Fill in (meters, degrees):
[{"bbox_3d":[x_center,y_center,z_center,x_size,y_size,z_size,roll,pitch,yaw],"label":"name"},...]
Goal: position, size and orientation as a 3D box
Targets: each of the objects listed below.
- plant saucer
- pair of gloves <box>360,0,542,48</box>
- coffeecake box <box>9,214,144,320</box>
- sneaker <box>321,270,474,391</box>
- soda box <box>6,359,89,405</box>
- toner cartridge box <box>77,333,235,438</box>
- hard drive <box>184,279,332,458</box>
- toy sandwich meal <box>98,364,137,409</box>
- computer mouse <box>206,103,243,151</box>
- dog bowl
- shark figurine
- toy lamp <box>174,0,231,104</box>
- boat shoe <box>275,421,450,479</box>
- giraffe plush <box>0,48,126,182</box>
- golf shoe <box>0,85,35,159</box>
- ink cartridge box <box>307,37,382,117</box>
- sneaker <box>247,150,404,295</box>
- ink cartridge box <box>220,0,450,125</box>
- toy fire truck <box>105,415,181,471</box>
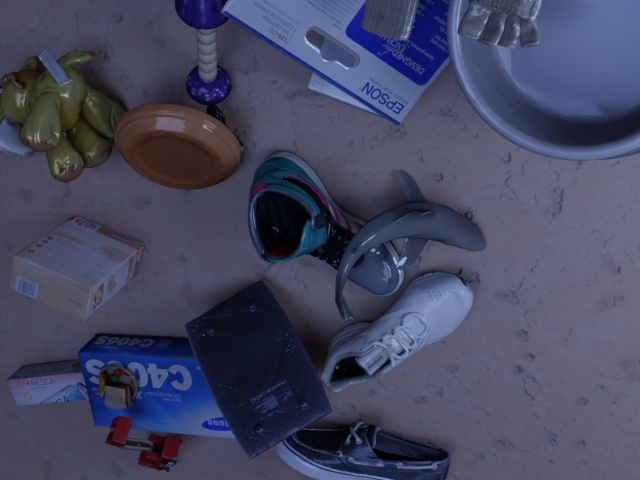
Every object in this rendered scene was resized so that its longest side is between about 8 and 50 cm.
[{"bbox_3d":[-0.224,-0.136,1.329,0.200,0.037,0.200,5,149,3],"label":"plant saucer"},{"bbox_3d":[0.155,-0.325,0.967,0.240,0.042,0.204,15,105,37],"label":"pair of gloves"},{"bbox_3d":[-0.407,0.042,1.444,0.142,0.185,0.068,21,118,8],"label":"coffeecake box"},{"bbox_3d":[0.122,0.159,1.362,0.297,0.129,0.111,-39,95,27],"label":"sneaker"},{"bbox_3d":[-0.512,0.274,1.655,0.183,0.058,0.062,-9,110,22],"label":"soda box"},{"bbox_3d":[-0.259,0.265,1.561,0.348,0.075,0.165,0,114,17],"label":"toner cartridge box"},{"bbox_3d":[-0.102,0.212,1.416,0.172,0.054,0.254,-31,69,2],"label":"hard drive"},{"bbox_3d":[-0.367,0.264,1.534,0.086,0.029,0.085,7,115,15],"label":"toy sandwich meal"},{"bbox_3d":[-0.219,-0.162,1.364,0.193,0.042,0.106,-8,148,24],"label":"computer mouse"},{"bbox_3d":[0.307,-0.252,0.994,0.349,0.102,0.348,11,114,26],"label":"dog bowl"},{"bbox_3d":[0.111,-0.007,1.240,0.166,0.278,0.116,63,160,-2],"label":"shark figurine"},{"bbox_3d":[-0.161,-0.284,1.191,0.080,0.080,0.274,27,158,4],"label":"toy lamp"},{"bbox_3d":[0.074,0.363,1.482,0.301,0.108,0.102,15,117,8],"label":"boat shoe"},{"bbox_3d":[-0.443,-0.212,1.371,0.171,0.181,0.210,10,129,37],"label":"giraffe plush"},{"bbox_3d":[-0.543,-0.216,1.443,0.176,0.069,0.086,44,113,-6],"label":"golf shoe"},{"bbox_3d":[0.077,-0.280,1.241,0.146,0.045,0.179,22,100,8],"label":"ink cartridge box"},{"bbox_3d":[0.000,0.000,1.300,0.295,0.178,0.124,42,118,-4],"label":"sneaker"},{"bbox_3d":[0.077,-0.349,1.103,0.304,0.072,0.307,29,116,-27],"label":"ink cartridge box"},{"bbox_3d":[-0.330,0.380,1.583,0.135,0.047,0.192,17,153,-12],"label":"toy fire truck"}]
